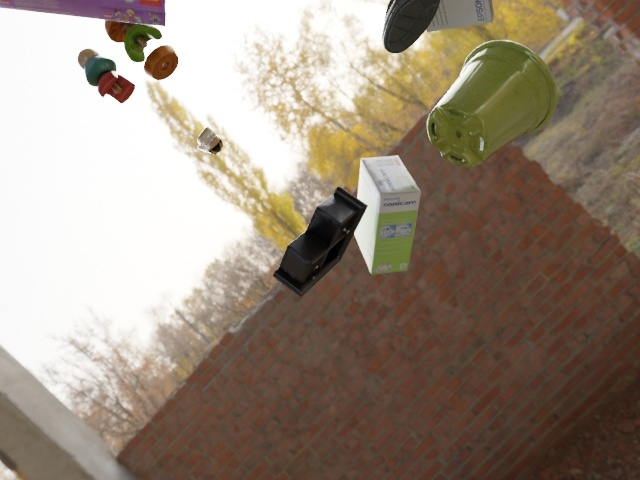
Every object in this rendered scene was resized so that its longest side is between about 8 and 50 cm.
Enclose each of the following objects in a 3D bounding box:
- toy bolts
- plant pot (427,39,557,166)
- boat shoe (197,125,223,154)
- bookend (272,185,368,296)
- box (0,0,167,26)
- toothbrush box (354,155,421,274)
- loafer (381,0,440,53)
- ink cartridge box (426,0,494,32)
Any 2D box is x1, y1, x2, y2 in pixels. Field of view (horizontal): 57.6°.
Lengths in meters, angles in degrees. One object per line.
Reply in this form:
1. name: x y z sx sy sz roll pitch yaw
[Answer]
1. toy bolts: -0.510 -0.482 1.503 0.228 0.158 0.218 -47 -13 7
2. plant pot: 0.417 -0.328 1.494 0.254 0.276 0.276 -43 -2 -27
3. boat shoe: -0.298 -0.262 1.592 0.063 0.059 0.170 -51 4 -3
4. bookend: 0.000 0.000 1.117 0.156 0.072 0.157 -39 -20 -49
5. box: -0.428 -0.510 1.056 0.057 0.293 0.201 147 124 -73
6. toothbrush box: 0.188 -0.074 1.704 0.206 0.122 0.283 -109 16 -51
7. loafer: 0.204 -0.528 1.224 0.267 0.096 0.084 -60 36 36
8. ink cartridge box: 0.278 -0.599 1.367 0.224 0.223 0.045 1 55 27
